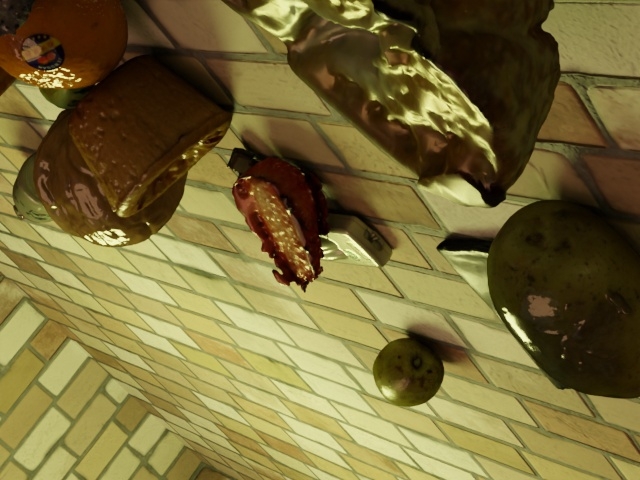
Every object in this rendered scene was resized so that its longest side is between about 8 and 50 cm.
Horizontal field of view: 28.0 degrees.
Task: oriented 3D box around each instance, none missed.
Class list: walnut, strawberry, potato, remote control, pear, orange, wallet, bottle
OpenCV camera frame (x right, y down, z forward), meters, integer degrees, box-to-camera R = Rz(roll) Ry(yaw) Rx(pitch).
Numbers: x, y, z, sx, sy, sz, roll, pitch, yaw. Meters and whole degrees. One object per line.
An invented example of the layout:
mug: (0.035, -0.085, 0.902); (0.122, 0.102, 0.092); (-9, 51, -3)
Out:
walnut: (-0.303, -0.103, 1.855); (0.228, 0.228, 0.228); (32, 160, 13)
strawberry: (-0.042, -0.029, 1.712); (0.121, 0.082, 0.188); (10, 131, 41)
potato: (0.275, 0.070, 1.345); (0.197, 0.148, 0.228); (7, 145, 29)
remote control: (0.001, -0.001, 1.795); (0.090, 0.049, 0.230); (45, 158, -28)
pear: (0.134, 0.201, 1.960); (0.107, 0.107, 0.131); (36, 149, 3)
orange: (-0.323, -0.263, 1.569); (0.178, 0.155, 0.177); (-3, 164, -1)
wallet: (0.264, 0.096, 1.597); (0.285, 0.030, 0.146); (46, 162, -23)
bottle: (-0.517, -0.091, 2.392); (0.110, 0.110, 0.233); (40, 160, -9)
orange: (0.047, -0.212, 0.980); (0.369, 0.210, 0.271); (43, 162, -23)

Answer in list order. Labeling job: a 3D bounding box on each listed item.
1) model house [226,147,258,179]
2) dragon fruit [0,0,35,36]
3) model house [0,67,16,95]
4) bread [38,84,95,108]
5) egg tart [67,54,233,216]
model house: (-0.091, -0.088, 1.760); (0.083, 0.057, 0.058); (21, -169, -12)
dragon fruit: (-0.407, -0.368, 1.424); (0.221, 0.204, 0.283); (21, 125, -27)
model house: (-0.552, -0.286, 1.855); (0.237, 0.202, 0.237); (42, 160, -13)
bread: (-0.352, -0.249, 1.764); (0.130, 0.071, 0.139); (25, 132, 42)
egg tart: (-0.230, -0.145, 1.669); (0.147, 0.202, 0.202); (48, 161, 0)
